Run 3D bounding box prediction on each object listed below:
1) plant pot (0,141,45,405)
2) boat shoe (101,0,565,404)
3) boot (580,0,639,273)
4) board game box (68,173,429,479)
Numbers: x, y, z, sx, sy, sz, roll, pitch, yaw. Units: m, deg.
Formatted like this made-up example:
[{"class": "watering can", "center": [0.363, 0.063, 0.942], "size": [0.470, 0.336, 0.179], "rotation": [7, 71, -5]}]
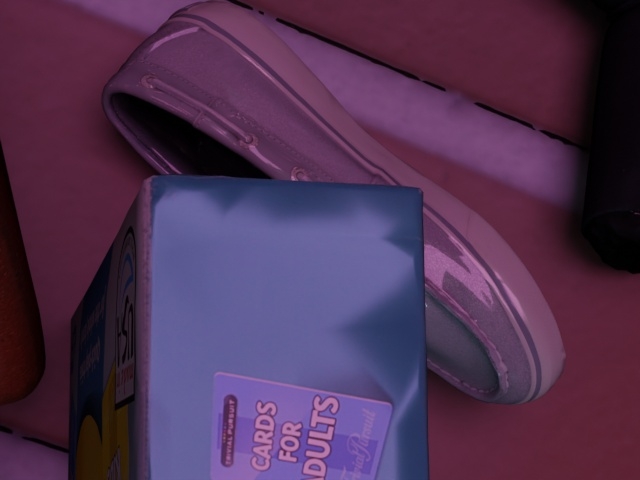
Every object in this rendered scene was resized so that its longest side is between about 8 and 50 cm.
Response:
[{"class": "plant pot", "center": [-0.233, -0.087, 0.400], "size": [0.267, 0.236, 0.267], "rotation": [-10, 69, -19]}, {"class": "boat shoe", "center": [0.000, -0.001, 0.557], "size": [0.227, 0.079, 0.081], "rotation": [44, 58, 3]}, {"class": "boot", "center": [0.145, -0.097, 0.612], "size": [0.246, 0.094, 0.207], "rotation": [17, 71, -18]}, {"class": "board game box", "center": [-0.038, 0.172, 0.422], "size": [0.079, 0.254, 0.336], "rotation": [2, 78, -14]}]
